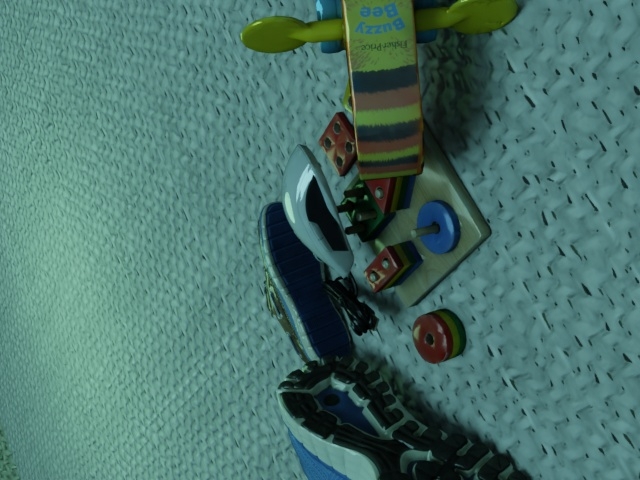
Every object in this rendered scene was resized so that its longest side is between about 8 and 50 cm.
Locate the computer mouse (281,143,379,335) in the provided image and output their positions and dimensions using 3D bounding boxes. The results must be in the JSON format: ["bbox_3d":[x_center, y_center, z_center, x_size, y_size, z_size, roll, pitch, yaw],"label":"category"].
[{"bbox_3d":[0.000,0.000,0.824,0.106,0.042,0.193,-122,9,-60],"label":"computer mouse"}]

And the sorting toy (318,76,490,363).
[{"bbox_3d":[0.065,-0.030,0.798,0.275,0.046,0.132,62,143,19],"label":"sorting toy"}]

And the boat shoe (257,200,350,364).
[{"bbox_3d":[-0.032,0.051,0.941,0.066,0.066,0.183,-27,79,56],"label":"boat shoe"}]

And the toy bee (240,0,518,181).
[{"bbox_3d":[0.028,-0.191,0.663,0.298,0.195,0.162,63,-175,-3],"label":"toy bee"}]

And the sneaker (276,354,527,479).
[{"bbox_3d":[0.087,0.244,0.821,0.330,0.129,0.147,39,146,43],"label":"sneaker"}]
